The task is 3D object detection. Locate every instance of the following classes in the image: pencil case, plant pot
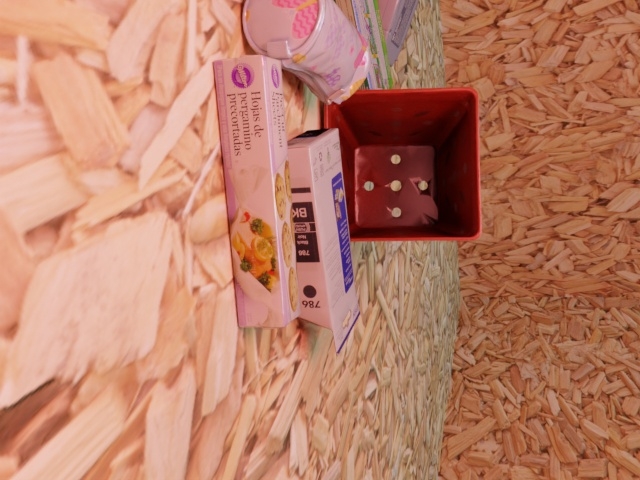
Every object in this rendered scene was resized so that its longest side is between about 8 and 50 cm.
[{"bbox_3d":[-0.012,-0.280,0.924,0.273,0.114,0.124,5,104,-73],"label":"pencil case"},{"bbox_3d":[0.147,-0.122,1.224,0.236,0.268,0.267,54,36,-84],"label":"plant pot"}]

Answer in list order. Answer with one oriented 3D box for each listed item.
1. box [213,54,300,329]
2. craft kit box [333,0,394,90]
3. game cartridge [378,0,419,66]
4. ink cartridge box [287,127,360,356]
[{"bbox_3d":[-0.074,-0.055,0.784,0.067,0.063,0.323,-29,116,-72],"label":"box"},{"bbox_3d":[0.083,-0.405,1.296,0.246,0.061,0.249,-42,122,-64],"label":"craft kit box"},{"bbox_3d":[0.187,-0.569,1.529,0.196,0.060,0.294,-26,137,-75],"label":"game cartridge"},{"bbox_3d":[0.000,0.000,1.021,0.165,0.065,0.332,-48,133,-66],"label":"ink cartridge box"}]
